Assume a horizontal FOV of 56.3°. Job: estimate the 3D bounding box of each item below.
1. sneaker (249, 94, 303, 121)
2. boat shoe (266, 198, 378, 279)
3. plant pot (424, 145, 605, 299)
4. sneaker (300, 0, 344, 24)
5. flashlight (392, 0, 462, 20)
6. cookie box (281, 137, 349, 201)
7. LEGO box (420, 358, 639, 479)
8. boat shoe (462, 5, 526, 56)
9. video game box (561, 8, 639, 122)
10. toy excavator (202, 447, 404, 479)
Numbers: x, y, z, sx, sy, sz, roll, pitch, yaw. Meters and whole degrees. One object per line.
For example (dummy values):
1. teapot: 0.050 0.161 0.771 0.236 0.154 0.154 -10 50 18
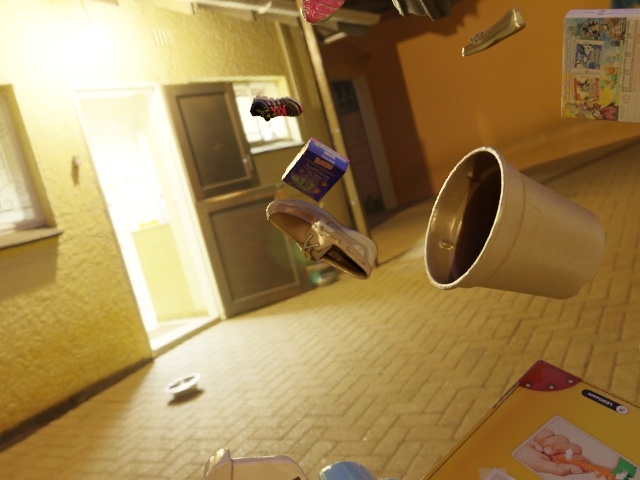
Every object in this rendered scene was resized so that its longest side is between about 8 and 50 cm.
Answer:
1. sneaker: -0.133 -0.374 1.725 0.170 0.063 0.075 12 50 20
2. boat shoe: 0.000 0.000 1.467 0.109 0.302 0.098 -48 18 49
3. plant pot: 0.453 -0.007 1.369 0.305 0.334 0.334 18 -1 -13
4. sneaker: 0.016 -0.617 1.492 0.252 0.102 0.111 -65 6 -29
5. flashlight: 0.037 -0.251 0.376 0.103 0.103 0.304 14 -9 26
6. cookie box: -0.010 -0.138 1.181 0.107 0.091 0.040 -44 22 45
7. LEGO box: 0.316 0.373 0.528 0.372 0.193 0.500 -31 36 -32
8. boat shoe: 0.361 -0.440 1.271 0.056 0.048 0.153 -29 7 -34
9. video game box: 0.546 -0.318 1.100 0.187 0.205 0.048 12 43 32
10. toy excavator: -0.001 0.613 1.385 0.432 0.446 0.222 -26 7 -10
